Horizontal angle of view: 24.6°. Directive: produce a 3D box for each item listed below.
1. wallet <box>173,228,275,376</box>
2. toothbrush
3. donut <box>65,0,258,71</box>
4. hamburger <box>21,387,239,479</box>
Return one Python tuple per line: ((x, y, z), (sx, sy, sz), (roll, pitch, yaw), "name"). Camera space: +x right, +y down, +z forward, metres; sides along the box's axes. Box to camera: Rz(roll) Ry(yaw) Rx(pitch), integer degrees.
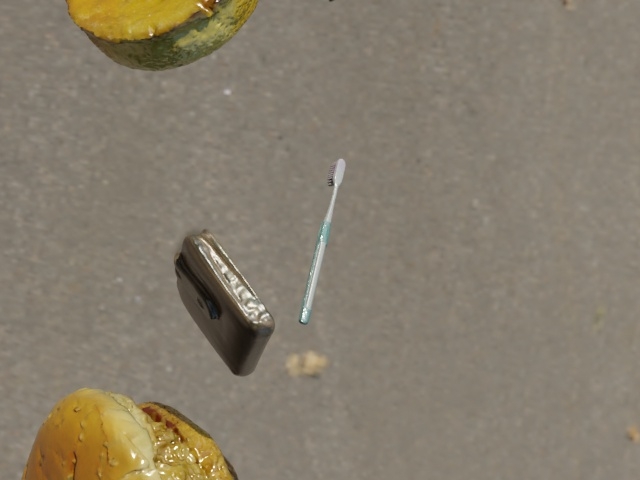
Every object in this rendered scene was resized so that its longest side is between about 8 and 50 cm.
((-0.089, 0.058, 1.302), (0.039, 0.118, 0.152), (-32, 167, -17), "wallet")
((0.000, 0.000, 1.342), (0.011, 0.014, 0.167), (29, 63, -34), "toothbrush")
((-0.126, -0.211, 1.236), (0.178, 0.162, 0.065), (-50, 144, -24), "donut")
((-0.195, 0.266, 1.430), (0.163, 0.244, 0.244), (8, 94, -46), "hamburger")
